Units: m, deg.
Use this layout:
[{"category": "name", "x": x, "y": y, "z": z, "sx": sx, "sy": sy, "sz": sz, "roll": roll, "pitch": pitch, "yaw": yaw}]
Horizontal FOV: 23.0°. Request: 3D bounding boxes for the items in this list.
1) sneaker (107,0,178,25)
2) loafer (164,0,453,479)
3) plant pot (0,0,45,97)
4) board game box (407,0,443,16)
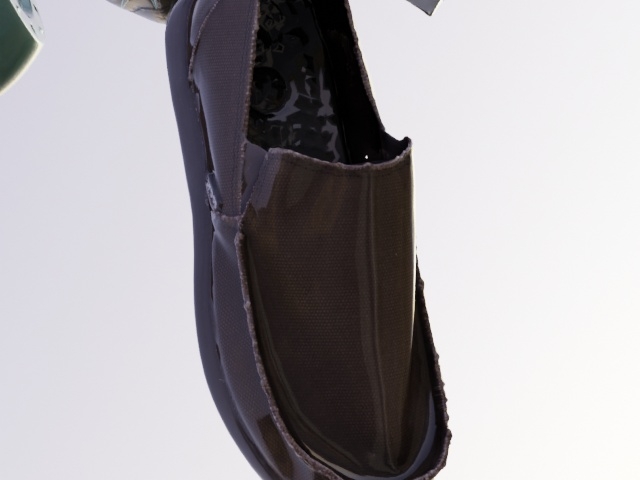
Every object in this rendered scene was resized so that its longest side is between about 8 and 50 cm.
[{"category": "sneaker", "x": -0.156, "y": -0.296, "z": 1.514, "sx": 0.106, "sy": 0.101, "sz": 0.267, "roll": 12, "pitch": -32, "yaw": -6}, {"category": "loafer", "x": -0.007, "y": -0.008, "z": 0.929, "sx": 0.134, "sy": 0.366, "sz": 0.130, "roll": -11, "pitch": -12, "yaw": -27}, {"category": "plant pot", "x": -0.468, "y": -0.266, "z": 1.854, "sx": 0.235, "sy": 0.293, "sz": 0.293, "roll": -23, "pitch": -20, "yaw": 3}, {"category": "board game box", "x": 0.018, "y": -0.326, "z": 1.293, "sx": 0.144, "sy": 0.275, "sz": 0.142, "roll": -61, "pitch": -3, "yaw": 25}]
